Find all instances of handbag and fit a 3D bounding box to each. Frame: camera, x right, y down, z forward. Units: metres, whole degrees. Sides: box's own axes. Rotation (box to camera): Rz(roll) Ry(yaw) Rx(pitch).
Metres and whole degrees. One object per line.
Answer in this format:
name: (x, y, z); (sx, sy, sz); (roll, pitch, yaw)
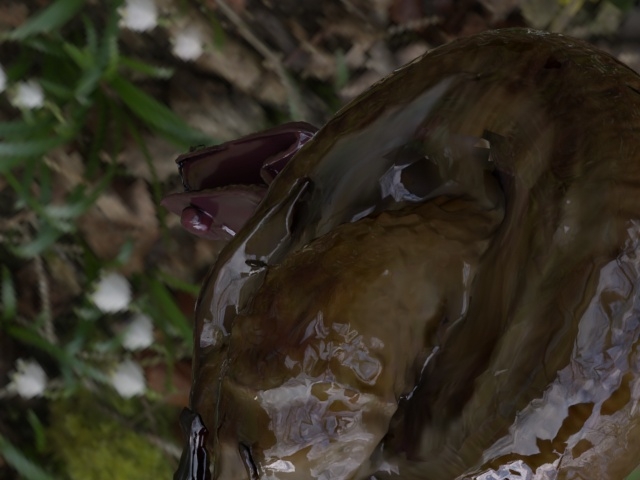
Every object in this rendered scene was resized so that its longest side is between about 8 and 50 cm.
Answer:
handbag: (-0.001, 0.003, 1.231); (0.203, 0.216, 0.074); (37, 69, -23)

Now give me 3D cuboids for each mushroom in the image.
mushroom: (0.051, 0.046, 0.776); (0.283, 0.263, 0.195); (-44, 130, -23)
